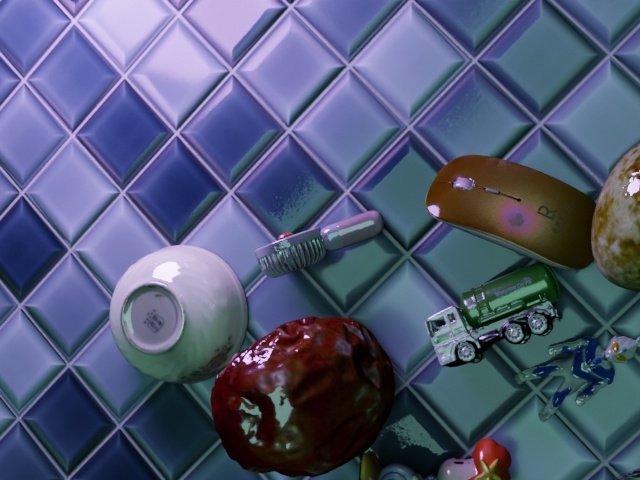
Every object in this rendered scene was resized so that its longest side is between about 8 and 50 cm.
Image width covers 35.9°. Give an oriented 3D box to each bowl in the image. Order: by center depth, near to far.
[{"bbox_3d":[-0.289,0.144,1.891,0.277,0.145,0.277,-1,87,19],"label":"bowl"}]

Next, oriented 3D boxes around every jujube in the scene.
[{"bbox_3d":[-0.021,0.261,1.680,0.276,0.377,0.276,3,99,17],"label":"jujube"}]

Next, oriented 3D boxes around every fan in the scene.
[{"bbox_3d":[0.000,0.000,1.818,0.244,0.130,0.074,-20,88,3],"label":"fan"}]

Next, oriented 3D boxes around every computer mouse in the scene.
[{"bbox_3d":[0.335,-0.052,1.707,0.310,0.072,0.158,23,62,17],"label":"computer mouse"}]

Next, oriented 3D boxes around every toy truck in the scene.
[{"bbox_3d":[0.306,0.132,1.724,0.242,0.101,0.125,-25,77,13],"label":"toy truck"}]

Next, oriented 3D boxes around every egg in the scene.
[{"bbox_3d":[0.560,-0.038,1.575,0.238,0.238,0.289,39,115,14],"label":"egg"}]

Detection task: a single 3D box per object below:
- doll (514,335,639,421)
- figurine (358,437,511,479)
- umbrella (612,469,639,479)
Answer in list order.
[{"bbox_3d":[0.451,0.216,1.700,0.227,0.057,0.114,-33,76,16],"label":"doll"},{"bbox_3d":[0.206,0.455,1.724,0.257,0.181,0.208,-3,49,16],"label":"figurine"},{"bbox_3d":[0.557,0.392,1.686,0.122,0.013,0.022,-15,106,16],"label":"umbrella"}]
